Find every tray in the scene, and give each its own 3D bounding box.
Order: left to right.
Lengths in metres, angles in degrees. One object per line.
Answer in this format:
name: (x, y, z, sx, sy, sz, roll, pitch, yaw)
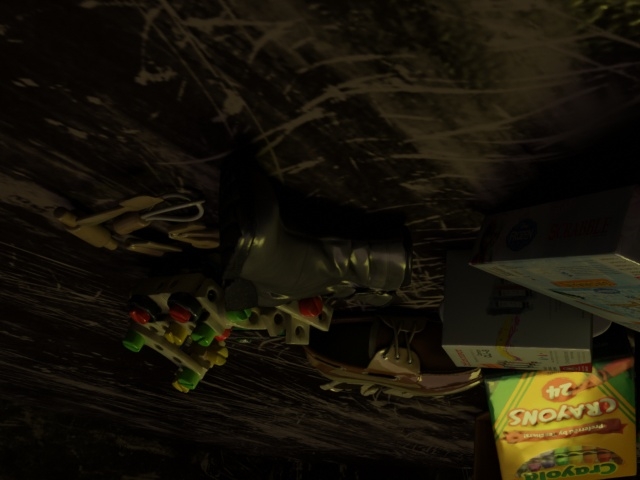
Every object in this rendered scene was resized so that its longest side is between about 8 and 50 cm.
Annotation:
tray: (0.441, 0.470, 2.074, 0.076, 0.203, 0.411, 7, 161, -6)

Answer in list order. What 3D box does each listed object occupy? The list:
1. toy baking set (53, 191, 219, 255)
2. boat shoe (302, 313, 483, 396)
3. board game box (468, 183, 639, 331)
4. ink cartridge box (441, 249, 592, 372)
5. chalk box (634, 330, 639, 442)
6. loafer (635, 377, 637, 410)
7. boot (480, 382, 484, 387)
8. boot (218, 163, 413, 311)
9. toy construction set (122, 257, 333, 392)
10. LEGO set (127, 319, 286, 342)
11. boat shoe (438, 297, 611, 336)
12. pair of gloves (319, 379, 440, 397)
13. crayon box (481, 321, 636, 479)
toy baking set: (-0.214, -0.025, 1.108, 0.197, 0.030, 0.256, -5, 165, 13)
boat shoe: (0.113, 0.173, 1.445, 0.324, 0.122, 0.120, -5, 155, 27)
board game box: (0.347, 0.046, 0.888, 0.318, 0.066, 0.319, 21, 173, -10)
ink cartridge box: (0.246, 0.088, 1.142, 0.176, 0.127, 0.128, 0, 161, 18)
chalk box: (0.586, 0.189, 1.255, 0.289, 0.179, 0.180, 0, 161, 15)
loafer: (0.687, 0.246, 1.515, 0.130, 0.134, 0.366, -11, -179, -29)
boot: (0.360, 0.243, 1.506, 0.263, 0.091, 0.229, 21, 177, -32)
boot: (0.000, 0.000, 1.031, 0.223, 0.118, 0.338, -1, 166, -4)
toy construction set: (-0.152, 0.118, 1.312, 0.328, 0.151, 0.215, -19, 125, 36)
LEGO set: (-0.187, 0.147, 1.605, 0.244, 0.060, 0.182, -4, 171, 29)
boat shoe: (0.279, 0.098, 1.253, 0.228, 0.080, 0.076, -5, 176, 20)
pair of gloves: (0.141, 0.305, 1.933, 0.240, 0.042, 0.204, 14, 159, -25)
crayon box: (0.351, 0.261, 1.341, 0.202, 0.081, 0.318, -11, 129, 9)
